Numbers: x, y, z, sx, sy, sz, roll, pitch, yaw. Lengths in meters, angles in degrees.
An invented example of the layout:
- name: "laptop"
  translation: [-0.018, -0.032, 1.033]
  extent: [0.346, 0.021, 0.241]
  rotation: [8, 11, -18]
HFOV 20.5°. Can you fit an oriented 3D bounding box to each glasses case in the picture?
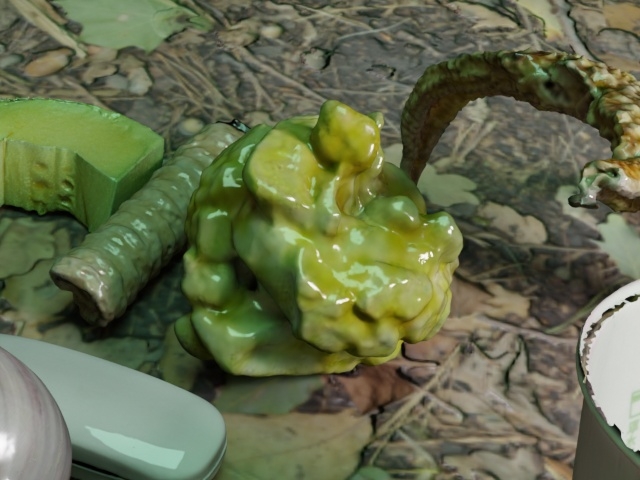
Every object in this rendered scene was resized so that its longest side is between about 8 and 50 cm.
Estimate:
- name: "glasses case"
  translation: [-0.155, 0.111, 1.132]
  extent: [0.197, 0.049, 0.076]
  rotation: [16, 42, 14]

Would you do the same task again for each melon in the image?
- name: "melon"
  translation: [-0.221, -0.048, 1.303]
  extent: [0.210, 0.064, 0.118]
  rotation: [2, 40, -5]

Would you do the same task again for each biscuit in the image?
- name: "biscuit"
  translation: [-0.116, -0.018, 1.277]
  extent: [0.061, 0.055, 0.219]
  rotation: [47, 46, -8]

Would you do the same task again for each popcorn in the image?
- name: "popcorn"
  translation: [-0.001, 0.000, 1.172]
  extent: [0.188, 0.185, 0.167]
  rotation: [-6, 10, 39]

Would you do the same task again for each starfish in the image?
- name: "starfish"
  translation: [0.200, -0.033, 1.146]
  extent: [0.384, 0.132, 0.398]
  rotation: [29, -3, -34]

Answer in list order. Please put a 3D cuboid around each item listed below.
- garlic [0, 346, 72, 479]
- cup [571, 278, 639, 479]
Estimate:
- name: "garlic"
  translation: [-0.261, 0.161, 1.000]
  extent: [0.257, 0.207, 0.207]
  rotation: [-17, 31, 31]
- name: "cup"
  translation: [0.224, 0.184, 0.886]
  extent: [0.253, 0.274, 0.253]
  rotation: [8, 28, -4]
